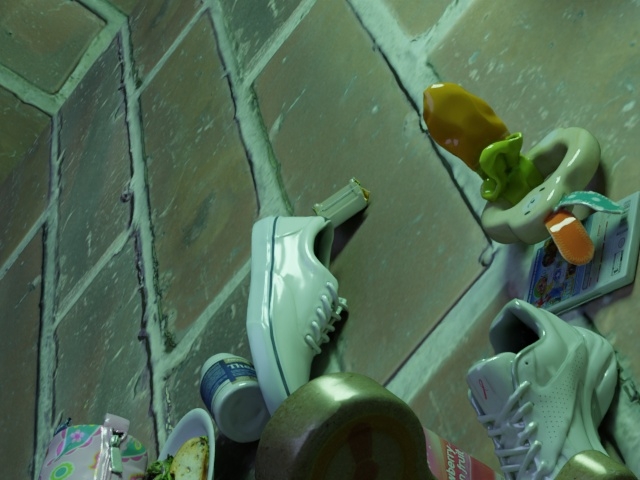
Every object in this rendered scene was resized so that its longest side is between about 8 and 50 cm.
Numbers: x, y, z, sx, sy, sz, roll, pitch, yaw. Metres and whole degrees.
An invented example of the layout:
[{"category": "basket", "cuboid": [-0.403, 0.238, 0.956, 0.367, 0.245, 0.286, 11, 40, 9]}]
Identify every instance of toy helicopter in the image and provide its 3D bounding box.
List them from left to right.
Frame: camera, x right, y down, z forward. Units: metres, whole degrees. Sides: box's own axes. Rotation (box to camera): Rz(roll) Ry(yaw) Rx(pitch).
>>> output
[{"category": "toy helicopter", "cuboid": [0.076, 0.197, 0.796, 0.235, 0.355, 0.140, -50, 36, -7]}]

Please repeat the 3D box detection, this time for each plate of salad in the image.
[{"category": "plate of salad", "cuboid": [-0.161, 0.269, 1.564, 0.200, 0.048, 0.200, -50, 30, 43]}]

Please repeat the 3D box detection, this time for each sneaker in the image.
[{"category": "sneaker", "cuboid": [-0.021, 0.072, 1.534, 0.091, 0.094, 0.258, -13, 53, 12]}, {"category": "sneaker", "cuboid": [0.146, 0.137, 1.061, 0.090, 0.115, 0.232, -41, 26, 33]}]

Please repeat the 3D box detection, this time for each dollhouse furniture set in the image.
[{"category": "dollhouse furniture set", "cuboid": [0.000, 0.000, 1.678, 0.151, 0.059, 0.076, -35, 16, 2]}]

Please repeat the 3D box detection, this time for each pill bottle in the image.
[{"category": "pill bottle", "cuboid": [-0.090, 0.161, 1.582, 0.067, 0.067, 0.120, -55, 22, 3]}]

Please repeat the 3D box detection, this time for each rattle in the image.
[{"category": "rattle", "cuboid": [0.166, -0.066, 1.260, 0.130, 0.143, 0.200, -26, 16, 13]}]

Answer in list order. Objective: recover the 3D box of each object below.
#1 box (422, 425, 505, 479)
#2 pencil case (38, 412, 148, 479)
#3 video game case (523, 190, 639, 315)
[{"category": "box", "cuboid": [0.039, 0.277, 1.041, 0.142, 0.154, 0.300, -42, 25, 31]}, {"category": "pencil case", "cuboid": [-0.262, 0.322, 1.646, 0.124, 0.124, 0.284, -43, 24, 30]}, {"category": "video game case", "cuboid": [0.213, 0.017, 1.228, 0.122, 0.011, 0.087, -30, 34, 47]}]
